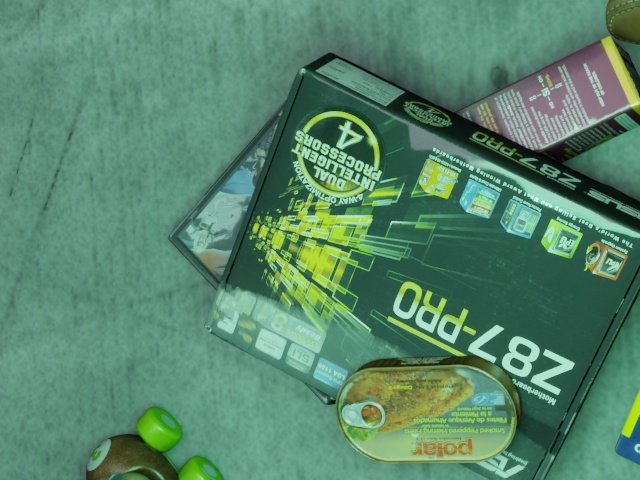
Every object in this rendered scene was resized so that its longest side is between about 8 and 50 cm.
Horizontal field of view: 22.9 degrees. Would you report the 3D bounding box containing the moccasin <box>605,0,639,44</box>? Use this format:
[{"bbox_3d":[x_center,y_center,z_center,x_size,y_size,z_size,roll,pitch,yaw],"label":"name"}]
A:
[{"bbox_3d":[0.455,-0.170,1.538,0.380,0.139,0.147,21,80,19],"label":"moccasin"}]

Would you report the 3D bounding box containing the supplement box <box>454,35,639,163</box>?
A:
[{"bbox_3d":[0.241,-0.128,1.638,0.188,0.104,0.081,-26,77,17],"label":"supplement box"}]

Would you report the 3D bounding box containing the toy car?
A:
[{"bbox_3d":[-0.225,0.283,1.740,0.155,0.188,0.149,-47,73,12],"label":"toy car"}]

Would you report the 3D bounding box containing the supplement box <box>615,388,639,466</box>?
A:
[{"bbox_3d":[0.441,0.064,1.435,0.194,0.195,0.356,27,121,20],"label":"supplement box"}]

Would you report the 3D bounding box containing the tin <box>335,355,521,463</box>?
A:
[{"bbox_3d":[0.108,0.170,1.583,0.189,0.040,0.106,-3,103,23],"label":"tin"}]

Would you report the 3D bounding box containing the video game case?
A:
[{"bbox_3d":[0.000,0.000,1.757,0.275,0.035,0.248,45,102,17],"label":"video game case"}]

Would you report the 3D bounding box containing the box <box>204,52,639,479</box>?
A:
[{"bbox_3d":[0.111,0.034,1.608,0.395,0.097,0.318,28,117,11],"label":"box"}]
